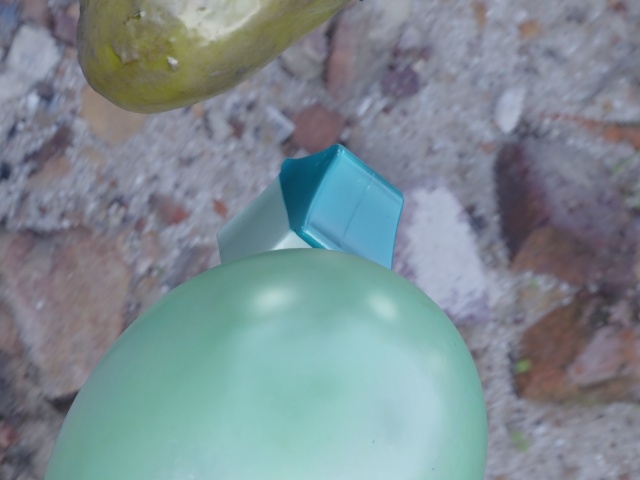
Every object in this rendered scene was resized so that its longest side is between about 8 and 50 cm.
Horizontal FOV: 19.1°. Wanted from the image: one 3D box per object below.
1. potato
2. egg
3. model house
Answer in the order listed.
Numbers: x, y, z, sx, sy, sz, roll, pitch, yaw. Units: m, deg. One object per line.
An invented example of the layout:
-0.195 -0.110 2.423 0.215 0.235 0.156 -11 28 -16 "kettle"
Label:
-0.114 -0.228 1.719 0.266 0.229 0.229 -36 87 12 "potato"
-0.032 0.130 1.042 0.220 0.220 0.270 39 85 -3 "egg"
0.000 0.000 1.545 0.100 0.127 0.149 35 109 -24 "model house"
